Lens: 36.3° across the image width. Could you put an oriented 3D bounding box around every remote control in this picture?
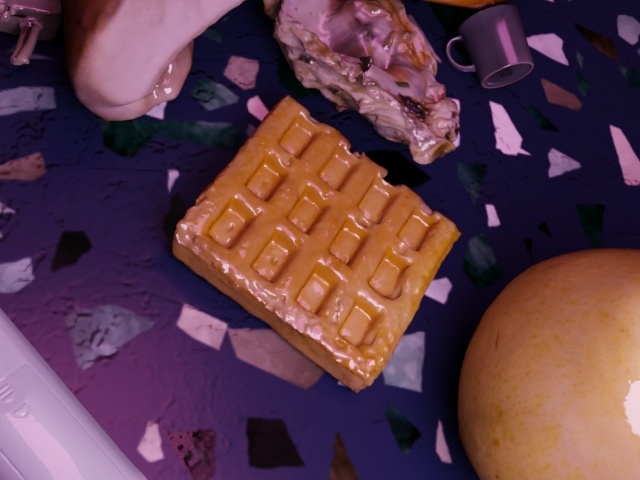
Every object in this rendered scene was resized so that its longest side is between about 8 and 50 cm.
[{"bbox_3d":[-0.270,0.130,0.821,0.293,0.051,0.103,48,58,4],"label":"remote control"}]

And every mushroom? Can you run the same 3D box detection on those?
[{"bbox_3d":[-0.165,-0.328,0.967,0.313,0.224,0.397,33,78,27],"label":"mushroom"}]

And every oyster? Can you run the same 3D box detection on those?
[{"bbox_3d":[0.027,-0.223,1.100,0.201,0.107,0.354,1,52,-45],"label":"oyster"}]

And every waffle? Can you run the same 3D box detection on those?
[{"bbox_3d":[0.000,0.000,0.999,0.248,0.055,0.221,38,57,-4],"label":"waffle"}]

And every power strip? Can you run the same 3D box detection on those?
[{"bbox_3d":[-0.305,-0.299,1.004,0.093,0.053,0.288,10,63,-21],"label":"power strip"}]

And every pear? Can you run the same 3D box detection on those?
[{"bbox_3d":[0.287,0.149,0.921,0.309,0.309,0.309,10,63,-20],"label":"pear"}]

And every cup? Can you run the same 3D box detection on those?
[{"bbox_3d":[0.206,-0.232,1.195,0.100,0.078,0.077,-18,77,6],"label":"cup"}]

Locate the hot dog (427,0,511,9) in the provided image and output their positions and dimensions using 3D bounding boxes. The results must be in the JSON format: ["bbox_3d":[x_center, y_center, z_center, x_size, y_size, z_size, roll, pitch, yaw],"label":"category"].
[{"bbox_3d":[0.209,-0.418,1.191,0.223,0.185,0.405,38,50,-12],"label":"hot dog"}]
